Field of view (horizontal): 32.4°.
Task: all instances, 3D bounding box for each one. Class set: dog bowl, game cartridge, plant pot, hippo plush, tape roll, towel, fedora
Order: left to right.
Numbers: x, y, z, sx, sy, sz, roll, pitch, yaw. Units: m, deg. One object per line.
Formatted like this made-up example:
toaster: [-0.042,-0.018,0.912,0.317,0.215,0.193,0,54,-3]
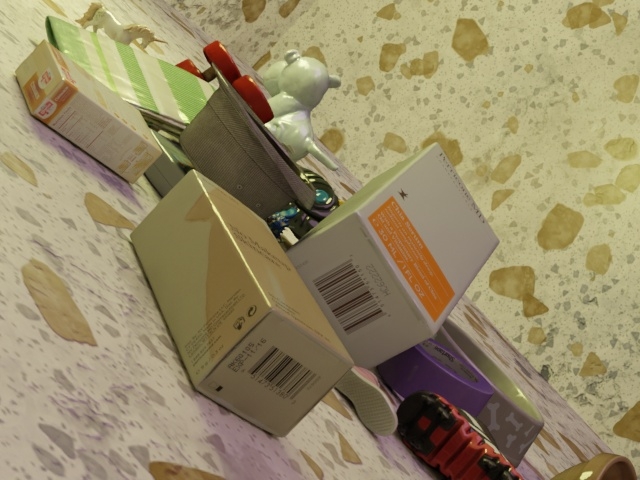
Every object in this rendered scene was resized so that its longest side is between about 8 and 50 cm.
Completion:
towel: [-0.290,-0.251,1.827,0.324,0.038,0.248,18,29,-33]
game cartridge: [-0.175,-0.055,1.719,0.297,0.062,0.198,49,5,27]
fedora: [-0.127,-0.128,1.697,0.275,0.124,0.244,48,6,-46]
hippo plush: [-0.092,-0.302,2.417,0.234,0.237,0.294,20,-6,-28]
tape roll: [0.193,0.232,1.858,0.189,0.080,0.189,33,8,-5]
dog bowl: [0.294,0.278,2.146,0.349,0.102,0.349,44,8,-8]
plant pot: [0.369,0.418,1.599,0.109,0.237,0.237,9,-15,36]

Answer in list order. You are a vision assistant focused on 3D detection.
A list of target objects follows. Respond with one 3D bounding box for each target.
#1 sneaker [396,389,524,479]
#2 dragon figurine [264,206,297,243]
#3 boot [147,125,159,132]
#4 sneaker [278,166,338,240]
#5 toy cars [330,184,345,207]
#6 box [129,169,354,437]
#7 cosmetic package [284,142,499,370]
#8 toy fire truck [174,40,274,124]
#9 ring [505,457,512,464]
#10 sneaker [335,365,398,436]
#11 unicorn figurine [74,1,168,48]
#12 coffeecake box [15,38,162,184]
sneaker: [0.229,0.330,1.593,0.276,0.097,0.135,47,11,27]
dragon figurine: [-0.099,-0.048,1.920,0.144,0.085,0.289,44,9,1]
boot: [-0.298,-0.241,1.931,0.059,0.084,0.158,47,10,8]
sneaker: [0.000,0.000,2.085,0.341,0.125,0.140,50,-33,23]
toy cars: [-0.010,-0.082,2.499,0.176,0.087,0.393,18,-8,41]
box: [-0.099,0.063,1.264,0.148,0.121,0.311,37,12,-38]
cosmetic package: [0.134,0.015,1.854,0.230,0.161,0.453,57,28,-5]
toy fire truck: [-0.189,-0.219,2.152,0.302,0.169,0.254,52,-7,37]
ring: [0.312,0.417,1.800,0.336,0.032,0.336,42,9,-9]
sneaker: [0.072,0.221,1.546,0.134,0.051,0.070,45,13,32]
unicorn figurine: [-0.394,-0.397,2.127,0.162,0.111,0.060,43,8,-7]
coffeecake box: [-0.327,-0.181,1.551,0.185,0.068,0.142,38,11,-38]
